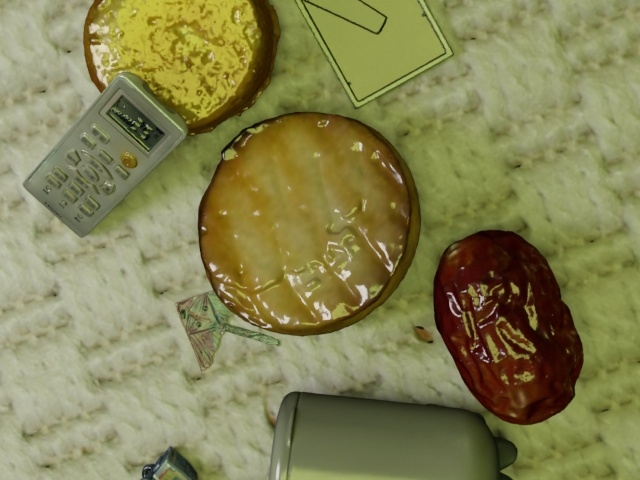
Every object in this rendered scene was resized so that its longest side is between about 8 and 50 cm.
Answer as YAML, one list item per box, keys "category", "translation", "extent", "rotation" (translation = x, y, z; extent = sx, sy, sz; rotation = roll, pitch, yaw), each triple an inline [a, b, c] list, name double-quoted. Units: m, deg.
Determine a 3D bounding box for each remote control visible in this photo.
- category: "remote control"
  translation: [-0.274, -0.108, 1.745]
  extent: [0.109, 0.055, 0.313]
  rotation: [44, 137, -9]

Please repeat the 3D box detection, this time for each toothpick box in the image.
- category: "toothpick box"
  translation: [0.098, 0.301, 1.773]
  extent: [0.317, 0.229, 0.229]
  rotation: [4, 98, 3]

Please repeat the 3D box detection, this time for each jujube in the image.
- category: "jujube"
  translation: [0.235, 0.108, 1.740]
  extent: [0.174, 0.174, 0.250]
  rotation: [-20, 95, 8]

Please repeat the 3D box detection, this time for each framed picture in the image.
- category: "framed picture"
  translation: [0.061, -0.294, 1.780]
  extent: [0.150, 0.015, 0.203]
  rotation: [-29, 95, 9]

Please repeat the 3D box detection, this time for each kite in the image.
- category: "kite"
  translation: [-0.130, 0.121, 1.861]
  extent: [0.153, 0.005, 0.137]
  rotation: [27, 102, 1]

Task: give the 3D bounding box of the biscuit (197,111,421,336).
- category: "biscuit"
  translation: [-0.014, -0.020, 1.754]
  extent: [0.297, 0.102, 0.296]
  rotation: [-5, 76, 19]

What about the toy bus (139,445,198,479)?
- category: "toy bus"
  translation: [-0.244, 0.375, 1.879]
  extent: [0.075, 0.064, 0.190]
  rotation: [39, 99, -6]

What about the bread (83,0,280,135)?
- category: "bread"
  translation: [-0.177, -0.251, 1.746]
  extent: [0.269, 0.145, 0.268]
  rotation: [1, 101, 3]
